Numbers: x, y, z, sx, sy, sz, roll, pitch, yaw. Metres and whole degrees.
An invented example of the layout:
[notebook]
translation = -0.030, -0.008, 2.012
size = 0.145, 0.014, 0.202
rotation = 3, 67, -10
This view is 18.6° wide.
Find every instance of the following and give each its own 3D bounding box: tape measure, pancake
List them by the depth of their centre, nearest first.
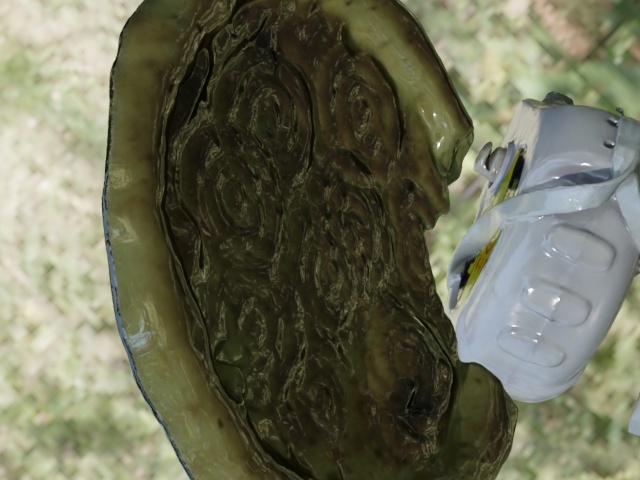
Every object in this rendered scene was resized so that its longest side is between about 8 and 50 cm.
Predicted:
[pancake]
translation = 0.000, 0.000, 0.664
size = 0.029, 0.212, 0.235
rotation = -17, 78, 35
[tape measure]
translation = 0.145, 0.004, 1.246
size = 0.120, 0.197, 0.236
rotation = 23, -176, -4

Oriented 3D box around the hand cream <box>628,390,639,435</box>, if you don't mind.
[hand cream]
translation = 0.230, 0.033, 1.111
size = 0.087, 0.054, 0.186
rotation = 16, 100, 36
